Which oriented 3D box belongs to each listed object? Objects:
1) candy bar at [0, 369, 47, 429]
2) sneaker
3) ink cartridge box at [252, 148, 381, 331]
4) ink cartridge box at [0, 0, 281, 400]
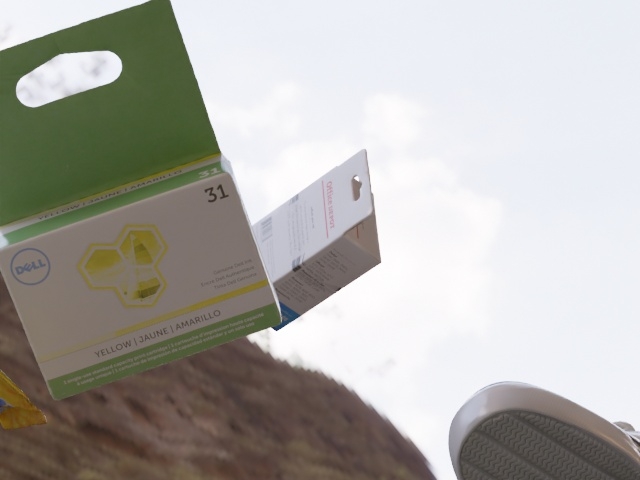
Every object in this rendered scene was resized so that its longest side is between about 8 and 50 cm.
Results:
[{"bbox_3d":[-0.236,0.069,1.120,0.161,0.040,0.018,48,-134,-33],"label":"candy bar"},{"bbox_3d":[0.160,0.143,1.003,0.094,0.091,0.258,-42,-57,17],"label":"sneaker"},{"bbox_3d":[0.000,0.000,1.787,0.180,0.104,0.060,-34,-52,26],"label":"ink cartridge box"},{"bbox_3d":[-0.142,-0.026,1.206,0.171,0.056,0.235,-19,-67,-1],"label":"ink cartridge box"}]
